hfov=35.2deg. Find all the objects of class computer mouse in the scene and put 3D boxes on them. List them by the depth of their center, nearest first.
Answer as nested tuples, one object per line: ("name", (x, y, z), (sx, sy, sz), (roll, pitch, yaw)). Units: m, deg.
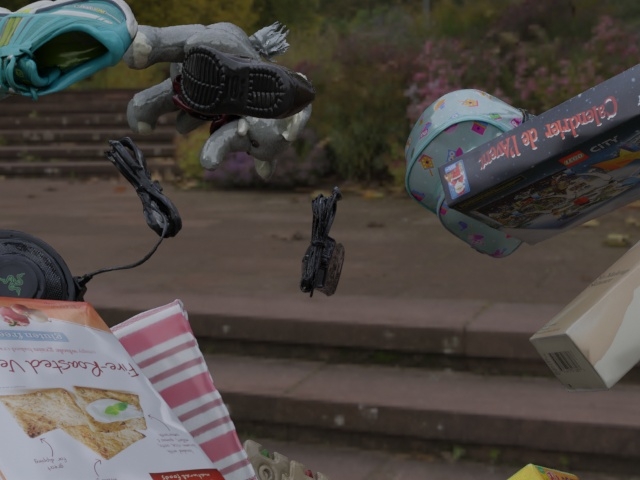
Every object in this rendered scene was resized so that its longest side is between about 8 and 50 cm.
("computer mouse", (0.000, 0.000, 1.685), (0.060, 0.184, 0.262), (12, -1, 10))

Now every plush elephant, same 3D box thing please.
("plush elephant", (-0.151, -0.223, 1.714), (0.329, 0.255, 0.272), (-21, -20, -24))

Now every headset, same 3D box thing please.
("headset", (-0.334, 0.048, 1.073), (0.394, 0.185, 0.243), (-29, -7, -12))

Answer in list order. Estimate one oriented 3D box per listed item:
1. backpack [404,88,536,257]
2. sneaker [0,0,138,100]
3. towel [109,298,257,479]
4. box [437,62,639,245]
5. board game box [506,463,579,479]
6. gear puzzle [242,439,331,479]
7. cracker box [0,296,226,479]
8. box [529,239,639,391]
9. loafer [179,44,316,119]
("backpack", (0.195, -0.083, 1.210), (0.188, 0.166, 0.144), (30, 38, -10))
("sneaker", (-0.337, -0.203, 1.114), (0.275, 0.107, 0.110), (-17, 36, 6))
("towel", (-0.140, 0.165, 0.819), (0.144, 0.197, 0.029), (-24, -7, -2))
("box", (0.245, -0.074, 0.898), (0.233, 0.044, 0.159), (-26, -29, 32))
("board game box", (0.069, 0.247, 0.715), (0.259, 0.039, 0.124), (-37, -28, 13))
("gear puzzle", (-0.063, 0.367, 1.337), (0.339, 0.176, 0.044), (32, -49, -29))
("cracker box", (-0.175, 0.127, 0.658), (0.155, 0.067, 0.232), (8, 28, -49))
("box", (0.527, 0.117, 1.729), (0.311, 0.121, 0.148), (-38, 1, -19))
("loafer", (-0.091, -0.182, 1.219), (0.078, 0.080, 0.220), (2, 16, -44))
